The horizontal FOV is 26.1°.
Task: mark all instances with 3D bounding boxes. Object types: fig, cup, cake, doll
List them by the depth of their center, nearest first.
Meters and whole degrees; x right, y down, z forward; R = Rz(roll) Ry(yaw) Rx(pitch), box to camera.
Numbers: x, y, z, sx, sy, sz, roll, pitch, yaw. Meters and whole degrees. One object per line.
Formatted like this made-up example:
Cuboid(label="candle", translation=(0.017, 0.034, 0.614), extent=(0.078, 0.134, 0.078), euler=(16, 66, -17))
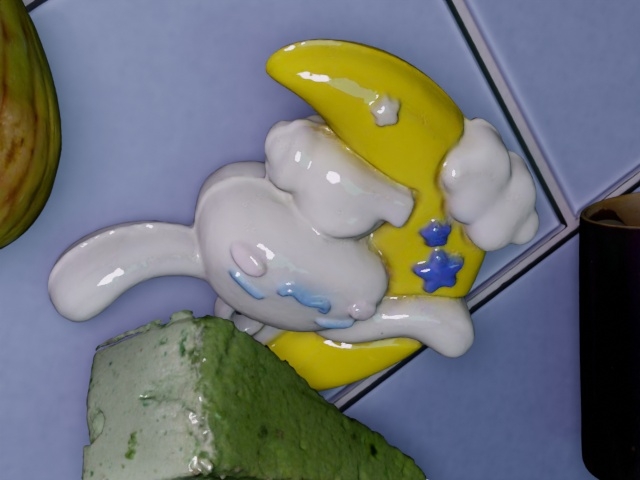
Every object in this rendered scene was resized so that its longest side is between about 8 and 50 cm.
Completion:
Cuboid(label="fig", translation=(-0.182, -0.122, 0.717), extent=(0.151, 0.151, 0.259), euler=(22, 89, -25))
Cuboid(label="doll", translation=(0.000, 0.000, 0.831), extent=(0.252, 0.111, 0.237), euler=(26, 118, -30))
Cuboid(label="cake", translation=(-0.031, 0.146, 0.836), extent=(0.235, 0.100, 0.099), euler=(40, 41, -36))
Cuboid(label="cup", translation=(0.263, 0.053, 0.964), extent=(0.166, 0.239, 0.177), euler=(-4, 101, 21))
